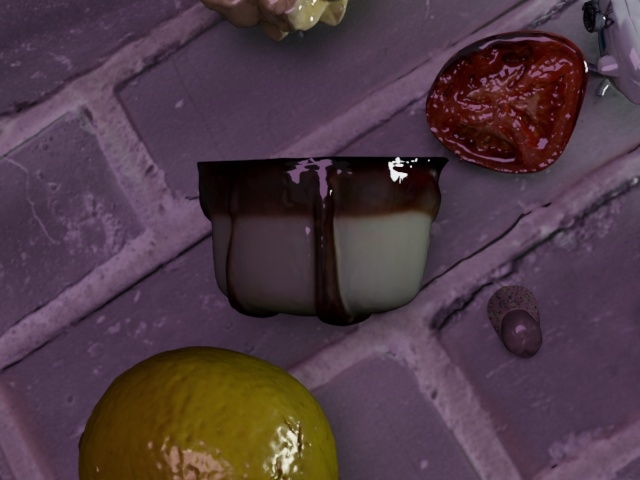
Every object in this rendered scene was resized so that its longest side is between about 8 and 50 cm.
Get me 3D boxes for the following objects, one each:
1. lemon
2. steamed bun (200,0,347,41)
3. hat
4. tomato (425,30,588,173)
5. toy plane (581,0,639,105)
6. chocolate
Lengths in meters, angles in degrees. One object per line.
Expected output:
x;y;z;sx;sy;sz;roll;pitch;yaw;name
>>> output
-0.112;0.231;0.822;0.267;0.267;0.268;-2;75;9;lemon
-0.043;-0.394;1.034;0.295;0.137;0.292;19;80;20;steamed bun
0.224;0.091;0.909;0.058;0.042;0.087;-9;74;6;hat
0.219;-0.171;0.948;0.174;0.082;0.167;15;110;11;tomato
0.356;-0.283;0.954;0.181;0.107;0.273;8;73;6;toy plane
0.000;0.000;0.879;0.283;0.283;0.186;1;97;10;chocolate
